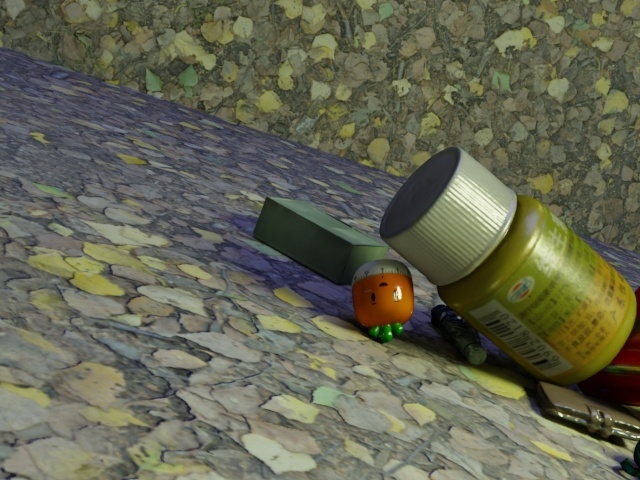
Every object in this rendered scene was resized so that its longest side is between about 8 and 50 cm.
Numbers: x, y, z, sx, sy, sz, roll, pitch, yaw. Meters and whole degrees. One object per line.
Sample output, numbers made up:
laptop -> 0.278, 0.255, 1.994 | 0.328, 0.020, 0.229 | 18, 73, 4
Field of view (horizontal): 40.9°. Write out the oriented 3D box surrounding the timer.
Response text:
timer -> 0.097, 0.100, 1.348 | 0.099, 0.136, 0.136 | 3, 12, 2

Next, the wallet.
wallet -> 0.408, 0.262, 1.304 | 0.153, 0.039, 0.118 | 18, 8, 2

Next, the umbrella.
umbrella -> 0.232, 0.154, 1.457 | 0.046, 0.050, 0.188 | -4, 18, -9

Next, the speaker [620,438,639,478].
speaker -> 0.456, 0.309, 1.172 | 0.094, 0.060, 0.075 | -20, 25, -12

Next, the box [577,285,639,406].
box -> 0.575, 0.140, 1.392 | 0.089, 0.313, 0.197 | 57, -24, -12

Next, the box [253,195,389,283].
box -> 0.000, 0.000, 1.659 | 0.225, 0.086, 0.129 | 29, 14, 32

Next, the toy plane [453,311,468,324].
toy plane -> 0.275, 0.142, 1.592 | 0.102, 0.040, 0.111 | 17, 12, -23

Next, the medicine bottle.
medicine bottle -> 0.294, 0.041, 1.361 | 0.384, 0.224, 0.224 | 38, 8, -15
